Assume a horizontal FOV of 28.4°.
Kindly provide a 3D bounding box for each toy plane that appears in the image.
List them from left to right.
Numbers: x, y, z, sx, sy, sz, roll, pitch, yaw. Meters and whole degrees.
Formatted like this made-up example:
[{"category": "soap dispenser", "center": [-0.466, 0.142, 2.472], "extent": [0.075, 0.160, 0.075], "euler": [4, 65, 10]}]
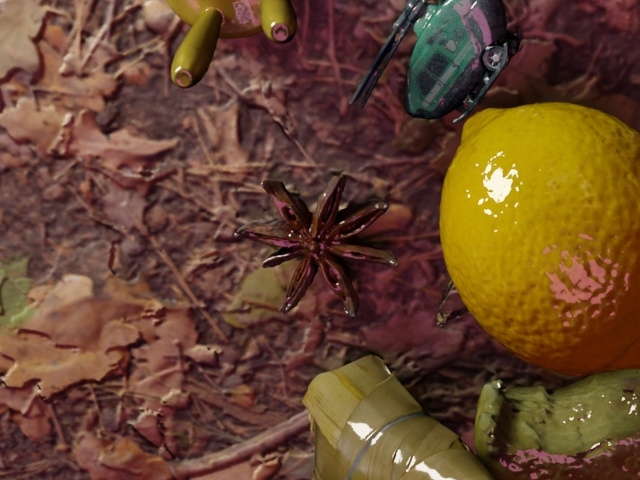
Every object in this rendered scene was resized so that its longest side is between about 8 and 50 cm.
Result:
[{"category": "toy plane", "center": [0.114, -0.173, 0.965], "extent": [0.096, 0.060, 0.235], "euler": [36, 119, 3]}]

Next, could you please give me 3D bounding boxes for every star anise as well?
[{"category": "star anise", "center": [0.002, -0.001, 1.066], "extent": [0.141, 0.042, 0.141], "euler": [3, 114, 8]}]

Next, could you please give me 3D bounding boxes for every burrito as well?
[{"category": "burrito", "center": [0.159, 0.027, 1.062], "extent": [0.149, 0.041, 0.055], "euler": [-21, 114, 12]}]

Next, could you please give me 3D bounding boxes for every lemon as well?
[{"category": "lemon", "center": [0.185, -0.001, 0.941], "extent": [0.187, 0.187, 0.244], "euler": [-37, 80, 21]}]

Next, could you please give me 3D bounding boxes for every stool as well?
[{"category": "stool", "center": [-0.078, -0.189, 0.945], "extent": [0.135, 0.110, 0.134], "euler": [18, 116, -4]}]

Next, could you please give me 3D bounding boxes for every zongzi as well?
[{"category": "zongzi", "center": [0.089, 0.247, 1.082], "extent": [0.115, 0.256, 0.228], "euler": [-24, 123, -30]}]

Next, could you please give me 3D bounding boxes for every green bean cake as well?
[{"category": "green bean cake", "center": [0.272, 0.171, 1.076], "extent": [0.236, 0.124, 0.233], "euler": [-25, 112, 18]}]
